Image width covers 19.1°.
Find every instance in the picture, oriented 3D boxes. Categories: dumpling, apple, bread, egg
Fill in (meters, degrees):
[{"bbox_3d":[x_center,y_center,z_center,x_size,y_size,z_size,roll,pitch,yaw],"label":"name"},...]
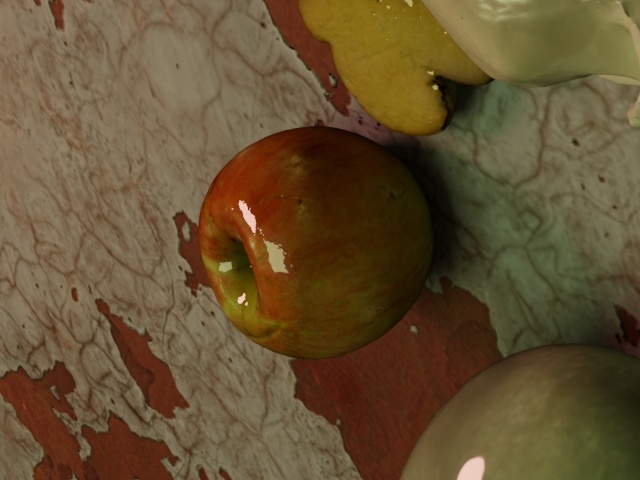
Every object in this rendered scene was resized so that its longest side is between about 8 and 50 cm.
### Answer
[{"bbox_3d":[0.160,-0.195,1.274,0.318,0.187,0.243,45,-177,31],"label":"dumpling"},{"bbox_3d":[0.000,0.000,1.566,0.196,0.196,0.196,31,137,34],"label":"apple"},{"bbox_3d":[0.076,-0.150,1.464,0.188,0.065,0.149,7,131,45],"label":"bread"},{"bbox_3d":[0.179,0.225,1.446,0.258,0.258,0.352,47,145,16],"label":"egg"}]
